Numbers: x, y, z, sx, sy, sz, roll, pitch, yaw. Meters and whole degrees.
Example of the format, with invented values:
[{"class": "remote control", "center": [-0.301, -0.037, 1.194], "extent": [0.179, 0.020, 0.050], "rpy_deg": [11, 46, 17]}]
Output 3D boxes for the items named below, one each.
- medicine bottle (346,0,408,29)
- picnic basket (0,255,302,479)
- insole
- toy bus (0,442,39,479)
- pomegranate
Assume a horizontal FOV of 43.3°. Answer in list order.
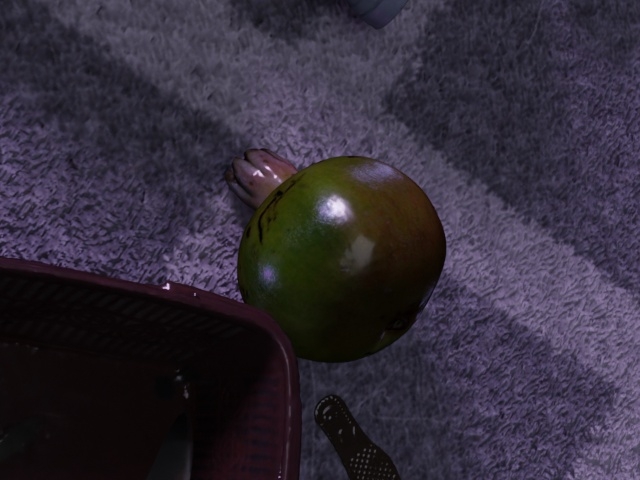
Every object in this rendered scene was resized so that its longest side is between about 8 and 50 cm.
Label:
[{"class": "medicine bottle", "center": [-0.016, -0.272, 0.692], "extent": [0.217, 0.090, 0.090], "rpy_deg": [32, 80, -20]}, {"class": "picnic basket", "center": [-0.165, 0.138, 0.551], "extent": [0.297, 0.129, 0.222], "rpy_deg": [16, 68, -34]}, {"class": "insole", "center": [0.038, 0.204, 0.775], "extent": [0.045, 0.002, 0.135], "rpy_deg": [-37, 104, -17]}, {"class": "toy bus", "center": [-0.304, 0.162, 0.591], "extent": [0.138, 0.097, 0.342], "rpy_deg": [-43, 105, -22]}, {"class": "pomegranate", "center": [0.000, 0.000, 0.680], "extent": [0.180, 0.180, 0.210], "rpy_deg": [-42, 68, -15]}]
